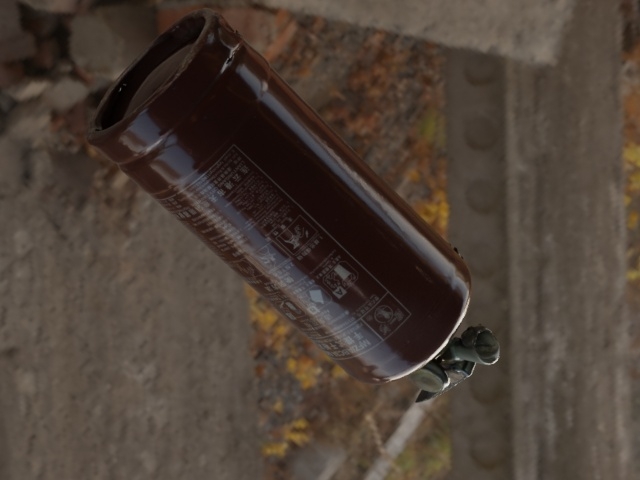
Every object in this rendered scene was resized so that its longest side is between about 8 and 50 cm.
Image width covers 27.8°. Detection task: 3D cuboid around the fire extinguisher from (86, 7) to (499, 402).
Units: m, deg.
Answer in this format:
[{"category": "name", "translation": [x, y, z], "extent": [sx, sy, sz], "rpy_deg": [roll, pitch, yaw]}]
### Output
[{"category": "fire extinguisher", "translation": [0.000, 0.000, 0.703], "extent": [0.269, 0.105, 0.105], "rpy_deg": [43, 85, -24]}]
